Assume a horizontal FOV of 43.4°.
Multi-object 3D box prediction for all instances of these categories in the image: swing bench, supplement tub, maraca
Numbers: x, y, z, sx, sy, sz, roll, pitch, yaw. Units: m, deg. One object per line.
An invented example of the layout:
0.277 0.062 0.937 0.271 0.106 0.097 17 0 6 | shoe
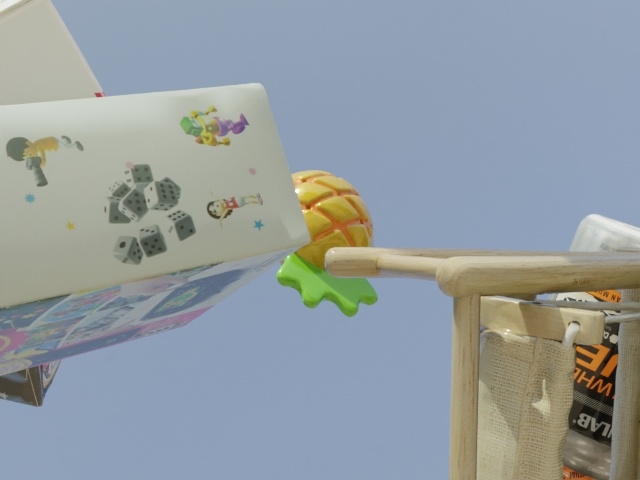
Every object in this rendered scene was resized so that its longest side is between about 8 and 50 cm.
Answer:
0.142 0.132 0.476 0.255 0.165 0.253 1 -88 -22 | swing bench
0.359 0.142 0.993 0.194 0.193 0.315 15 -80 -23 | supplement tub
0.000 0.000 0.813 0.127 0.185 0.099 12 -48 -20 | maraca

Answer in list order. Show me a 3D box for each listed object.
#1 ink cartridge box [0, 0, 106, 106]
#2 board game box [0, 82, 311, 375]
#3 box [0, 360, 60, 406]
-0.242 -0.134 0.620 0.100 0.237 0.172 -32 -45 -11 | ink cartridge box
-0.191 0.018 0.415 0.304 0.224 0.097 -12 -102 -29 | board game box
-0.366 0.034 0.767 0.247 0.142 0.163 13 -42 -4 | box
